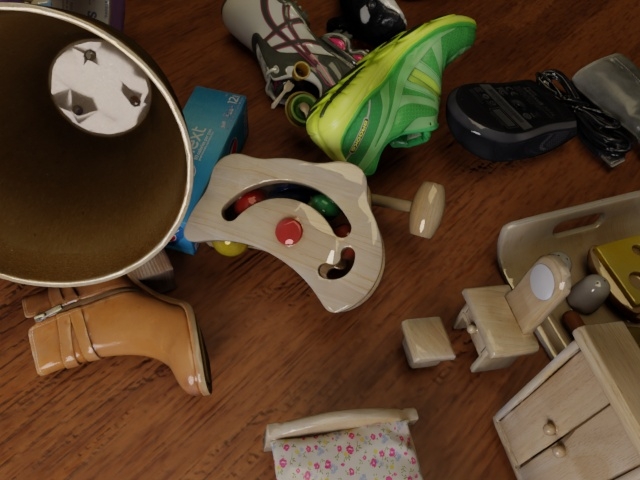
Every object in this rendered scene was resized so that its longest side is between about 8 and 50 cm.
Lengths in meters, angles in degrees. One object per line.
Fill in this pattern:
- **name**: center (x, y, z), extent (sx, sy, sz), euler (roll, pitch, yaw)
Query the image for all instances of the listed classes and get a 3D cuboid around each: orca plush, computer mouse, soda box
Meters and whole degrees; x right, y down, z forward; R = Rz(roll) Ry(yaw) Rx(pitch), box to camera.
- **orca plush**: center (0.040, -0.387, 0.858), extent (0.102, 0.151, 0.287), euler (-31, 63, 12)
- **computer mouse**: center (0.281, -0.159, 0.752), extent (0.272, 0.072, 0.189), euler (-9, 55, -26)
- **soda box**: center (-0.153, -0.092, 0.661), extent (0.071, 0.067, 0.210), euler (13, 56, 4)

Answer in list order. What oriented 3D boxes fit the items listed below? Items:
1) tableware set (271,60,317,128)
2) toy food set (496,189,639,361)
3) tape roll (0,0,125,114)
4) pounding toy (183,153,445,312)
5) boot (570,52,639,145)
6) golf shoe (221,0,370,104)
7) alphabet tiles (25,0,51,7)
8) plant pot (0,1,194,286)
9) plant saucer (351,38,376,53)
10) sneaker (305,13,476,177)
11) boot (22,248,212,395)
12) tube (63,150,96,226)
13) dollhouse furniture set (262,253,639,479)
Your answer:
- **tableware set**: center (0.021, -0.171, 0.702), extent (0.154, 0.024, 0.104), euler (36, 78, -14)
- **toy food set**: center (0.360, 0.085, 0.576), extent (0.219, 0.092, 0.306), euler (-14, 59, -13)
- **tape roll**: center (-0.341, -0.290, 0.651), extent (0.090, 0.275, 0.275), euler (12, 56, 4)
- **pounding toy**: center (0.000, 0.000, 0.615), extent (0.269, 0.155, 0.154), euler (6, 84, 10)
- **boot**: center (0.506, -0.198, 0.800), extent (0.189, 0.076, 0.209), euler (-14, 52, -16)
- **golf shoe**: center (-0.054, -0.270, 0.771), extent (0.272, 0.105, 0.120), euler (34, 67, 17)
- **alphabet tiles**: center (-0.529, -0.346, 0.824), extent (0.284, 0.021, 0.278), euler (35, 61, 16)
- **plant pot**: center (-0.243, -0.122, 0.535), extent (0.237, 0.237, 0.254), euler (-5, 30, -8)
- **plant saucer**: center (0.051, -0.283, 0.840), extent (0.083, 0.013, 0.084), euler (3, 56, -4)
- **sneaker**: center (0.102, -0.185, 0.683), extent (0.295, 0.109, 0.124), euler (-44, 113, -24)
- **boot**: center (-0.201, 0.098, 0.532), extent (0.152, 0.073, 0.197), euler (-22, 49, -20)
- **tube**: center (-0.293, -0.068, 0.644), extent (0.062, 0.070, 0.240), euler (-42, 56, 19)
- **dollhouse furniture set**: center (0.065, 0.156, 0.420), extent (0.355, 0.174, 0.303), euler (-3, 51, -15)
